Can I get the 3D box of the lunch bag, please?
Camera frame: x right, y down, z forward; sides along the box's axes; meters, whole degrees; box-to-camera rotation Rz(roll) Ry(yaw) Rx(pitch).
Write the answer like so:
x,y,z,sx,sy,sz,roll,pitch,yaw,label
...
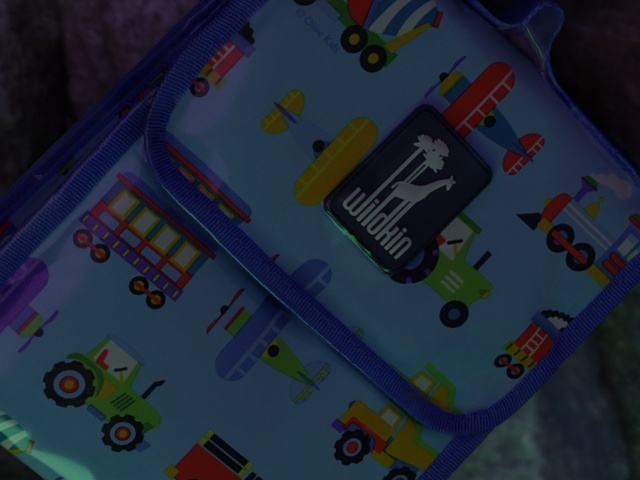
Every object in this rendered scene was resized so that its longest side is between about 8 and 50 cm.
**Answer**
x,y,z,sx,sy,sz,roll,pitch,yaw,label
0.000,0.000,0.719,0.221,0.138,0.293,42,103,-17,lunch bag
